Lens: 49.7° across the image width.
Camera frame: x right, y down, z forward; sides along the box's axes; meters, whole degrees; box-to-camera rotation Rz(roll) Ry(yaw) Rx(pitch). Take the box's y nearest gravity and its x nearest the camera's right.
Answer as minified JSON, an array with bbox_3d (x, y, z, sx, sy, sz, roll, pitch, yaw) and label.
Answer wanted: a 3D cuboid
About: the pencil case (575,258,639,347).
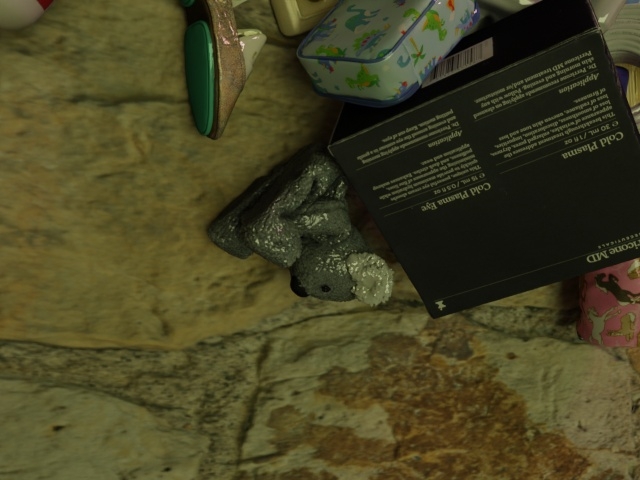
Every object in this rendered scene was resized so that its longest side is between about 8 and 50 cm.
[{"bbox_3d":[0.505,-0.011,1.181,0.160,0.167,0.386,-23,110,-39],"label":"pencil case"}]

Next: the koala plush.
[{"bbox_3d":[0.000,0.000,0.969,0.203,0.196,0.221,-47,111,-18],"label":"koala plush"}]

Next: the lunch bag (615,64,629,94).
[{"bbox_3d":[0.450,-0.258,1.147,0.065,0.098,0.067,-6,102,-40],"label":"lunch bag"}]

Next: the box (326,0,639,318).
[{"bbox_3d":[0.240,-0.103,0.924,0.343,0.179,0.313,-20,118,25],"label":"box"}]

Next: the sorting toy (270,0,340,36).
[{"bbox_3d":[0.014,-0.396,0.951,0.196,0.047,0.348,-23,111,-12],"label":"sorting toy"}]

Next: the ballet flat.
[{"bbox_3d":[-0.128,-0.293,0.899,0.106,0.107,0.316,-14,108,-27],"label":"ballet flat"}]

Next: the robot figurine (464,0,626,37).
[{"bbox_3d":[0.302,-0.401,0.994,0.299,0.200,0.354,26,90,10],"label":"robot figurine"}]

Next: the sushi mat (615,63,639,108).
[{"bbox_3d":[0.545,-0.312,1.214,0.151,0.019,0.317,-15,106,-18],"label":"sushi mat"}]

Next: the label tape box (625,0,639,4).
[{"bbox_3d":[0.588,-0.423,1.137,0.333,0.106,0.241,33,90,-24],"label":"label tape box"}]

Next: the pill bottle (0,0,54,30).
[{"bbox_3d":[-0.337,-0.377,0.722,0.229,0.229,0.408,40,85,-24],"label":"pill bottle"}]

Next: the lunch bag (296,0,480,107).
[{"bbox_3d":[0.085,-0.272,0.890,0.219,0.176,0.090,-52,136,-22],"label":"lunch bag"}]

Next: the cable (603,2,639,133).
[{"bbox_3d":[0.449,-0.226,1.036,0.089,0.257,0.257,30,72,-60],"label":"cable"}]
